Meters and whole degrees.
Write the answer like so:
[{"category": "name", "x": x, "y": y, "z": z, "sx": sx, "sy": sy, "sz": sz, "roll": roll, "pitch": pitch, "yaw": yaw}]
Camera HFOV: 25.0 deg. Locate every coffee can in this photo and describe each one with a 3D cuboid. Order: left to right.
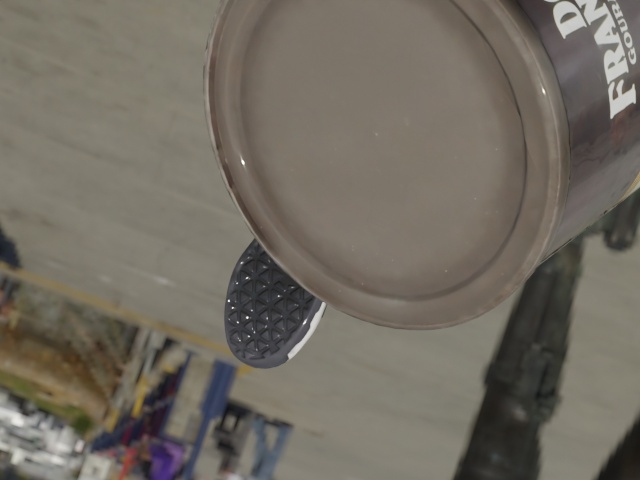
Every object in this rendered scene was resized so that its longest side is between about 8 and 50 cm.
[{"category": "coffee can", "x": 0.100, "y": -0.098, "z": 0.778, "sx": 0.201, "sy": 0.201, "sz": 0.275, "roll": 11, "pitch": -152, "yaw": 34}]

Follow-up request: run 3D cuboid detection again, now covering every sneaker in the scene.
[{"category": "sneaker", "x": 0.000, "y": 0.000, "z": 1.187, "sx": 0.084, "sy": 0.234, "sz": 0.097, "roll": 18, "pitch": 172, "yaw": 27}]
